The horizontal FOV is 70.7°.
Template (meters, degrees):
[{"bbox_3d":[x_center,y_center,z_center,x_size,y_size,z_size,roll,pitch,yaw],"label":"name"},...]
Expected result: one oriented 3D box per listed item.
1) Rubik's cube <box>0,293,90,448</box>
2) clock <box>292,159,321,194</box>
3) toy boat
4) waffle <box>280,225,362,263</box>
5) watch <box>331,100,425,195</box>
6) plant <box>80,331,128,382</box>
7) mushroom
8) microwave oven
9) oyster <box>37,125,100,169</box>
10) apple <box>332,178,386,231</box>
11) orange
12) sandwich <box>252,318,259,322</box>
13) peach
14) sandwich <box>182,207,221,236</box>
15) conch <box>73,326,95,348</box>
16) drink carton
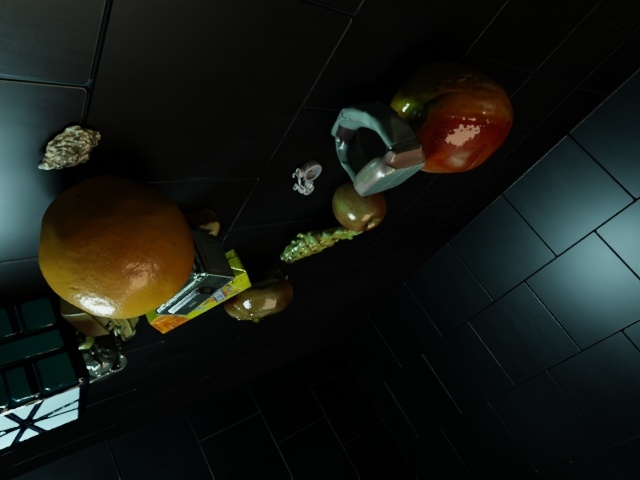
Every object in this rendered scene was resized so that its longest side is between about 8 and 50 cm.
[{"bbox_3d":[-0.802,0.353,1.193,0.289,0.283,0.293,-14,153,-36],"label":"Rubik's cube"},{"bbox_3d":[-0.045,-0.190,1.390,0.087,0.041,0.129,-25,152,-29],"label":"clock"},{"bbox_3d":[-0.619,0.160,1.226,0.162,0.136,0.445,-50,166,-29],"label":"toy boat"},{"bbox_3d":[0.000,0.000,1.742,0.297,0.073,0.317,-17,170,-34],"label":"waffle"},{"bbox_3d":[0.140,-0.261,1.215,0.162,0.241,0.253,-17,170,-27],"label":"watch"},{"bbox_3d":[-0.764,0.408,1.553,0.164,0.141,0.256,-19,166,-30],"label":"plant"},{"bbox_3d":[-0.235,0.217,1.760,0.278,0.163,0.297,-30,-167,-33],"label":"mushroom"},{"bbox_3d":[-0.363,0.092,1.220,0.205,0.163,0.129,-38,155,18],"label":"microwave oven"},{"bbox_3d":[-0.471,-0.172,0.853,0.098,0.037,0.100,-8,147,-47],"label":"oyster"},{"bbox_3d":[0.139,-0.124,1.601,0.188,0.173,0.188,-26,155,-13],"label":"apple"},{"bbox_3d":[-0.424,0.016,0.960,0.312,0.312,0.312,-28,158,-12],"label":"orange"},{"bbox_3d":[-0.272,0.267,1.982,0.160,0.109,0.184,-53,171,-27],"label":"sandwich"},{"bbox_3d":[0.367,-0.342,1.290,0.373,0.289,0.372,-20,155,-10],"label":"peach"},{"bbox_3d":[-0.390,0.004,1.301,0.186,0.065,0.214,-20,154,-31],"label":"sandwich"},{"bbox_3d":[-0.745,0.295,1.418,0.121,0.074,0.089,-62,-171,13],"label":"conch"},{"bbox_3d":[-0.423,0.177,1.565,0.351,0.111,0.154,-29,159,-13],"label":"drink carton"}]
